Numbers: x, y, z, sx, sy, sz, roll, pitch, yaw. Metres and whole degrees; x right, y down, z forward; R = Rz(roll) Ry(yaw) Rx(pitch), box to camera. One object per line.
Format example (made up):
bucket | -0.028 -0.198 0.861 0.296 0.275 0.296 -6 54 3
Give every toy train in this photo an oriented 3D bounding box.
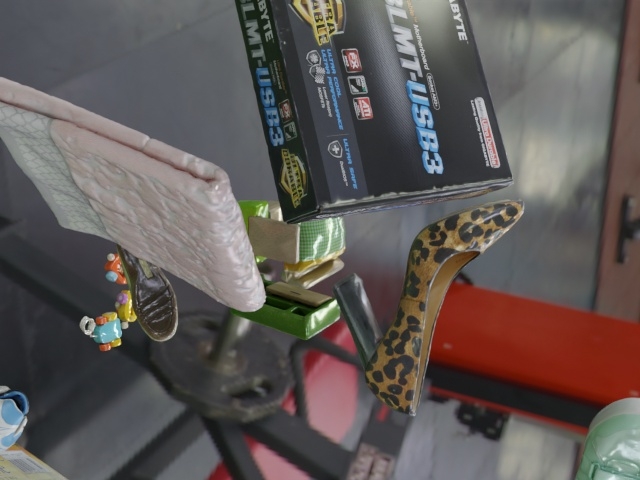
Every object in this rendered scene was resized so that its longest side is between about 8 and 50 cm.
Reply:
toy train | -0.365 0.105 2.015 0.125 0.046 0.166 54 49 -41

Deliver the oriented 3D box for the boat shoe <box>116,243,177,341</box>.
boat shoe | -0.270 0.080 1.841 0.072 0.068 0.190 110 -36 -59

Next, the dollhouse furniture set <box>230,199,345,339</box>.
dollhouse furniture set | 0.000 0.000 1.872 0.301 0.151 0.197 -29 126 -52

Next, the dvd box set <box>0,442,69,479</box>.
dvd box set | -0.382 0.430 1.726 0.062 0.420 0.307 -60 164 -1

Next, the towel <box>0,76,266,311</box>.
towel | -0.224 -0.044 1.404 0.053 0.317 0.332 -61 164 -20

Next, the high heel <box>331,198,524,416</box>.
high heel | 0.153 0.078 1.362 0.093 0.261 0.186 24 39 -60

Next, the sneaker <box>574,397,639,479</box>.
sneaker | 0.312 0.292 1.240 0.151 0.094 0.256 -73 176 -50

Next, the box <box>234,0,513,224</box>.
box | 0.061 -0.180 1.295 0.293 0.073 0.295 -9 83 -37

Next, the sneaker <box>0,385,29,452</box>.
sneaker | -0.410 0.220 1.497 0.085 0.086 0.237 65 -11 -8
